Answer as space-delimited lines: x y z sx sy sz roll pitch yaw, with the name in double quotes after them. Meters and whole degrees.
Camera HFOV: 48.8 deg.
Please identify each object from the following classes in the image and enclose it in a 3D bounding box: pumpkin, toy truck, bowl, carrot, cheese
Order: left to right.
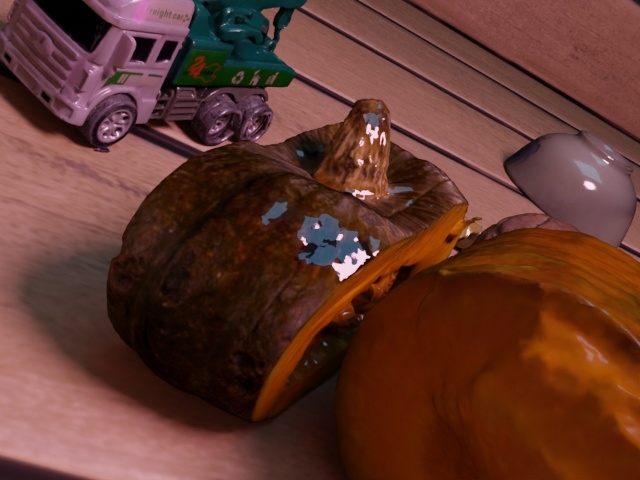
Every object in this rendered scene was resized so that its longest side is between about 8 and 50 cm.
-0.158 -0.219 0.778 0.176 0.178 0.363 44 31 16 "toy truck"
0.000 0.000 0.539 0.139 0.221 0.317 41 29 20 "pumpkin"
0.207 0.000 0.974 0.060 0.041 0.084 29 15 -26 "cheese"
0.139 0.120 0.488 0.241 0.241 0.341 42 25 14 "carrot"
0.536 -0.131 1.438 0.289 0.146 0.289 26 27 -15 "bowl"

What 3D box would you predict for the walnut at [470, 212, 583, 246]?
0.254 0.057 0.806 0.230 0.178 0.178 17 30 -54 "walnut"
